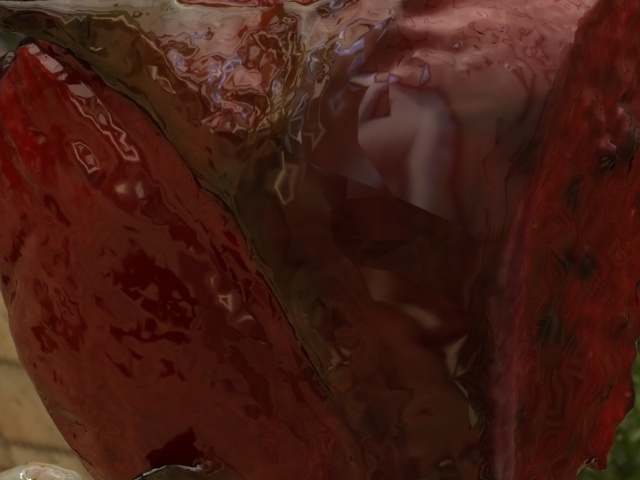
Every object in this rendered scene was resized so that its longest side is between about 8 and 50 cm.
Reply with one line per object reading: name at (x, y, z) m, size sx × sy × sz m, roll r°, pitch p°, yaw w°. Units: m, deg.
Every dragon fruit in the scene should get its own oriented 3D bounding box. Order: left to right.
dragon fruit at (0.000, 0.000, 0.574) m, size 0.282 × 0.343 × 0.100 m, roll 11°, pitch 9°, yaw 2°

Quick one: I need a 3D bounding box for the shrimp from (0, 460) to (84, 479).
shrimp at (-0.161, 0.223, 0.924) m, size 0.101 × 0.042 × 0.190 m, roll -3°, pitch 73°, yaw -18°
